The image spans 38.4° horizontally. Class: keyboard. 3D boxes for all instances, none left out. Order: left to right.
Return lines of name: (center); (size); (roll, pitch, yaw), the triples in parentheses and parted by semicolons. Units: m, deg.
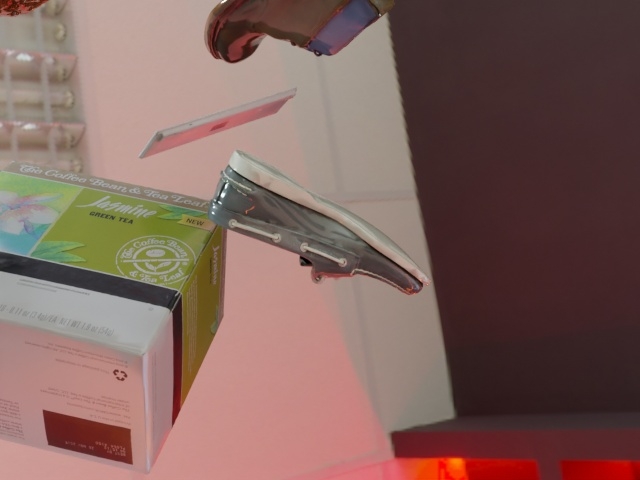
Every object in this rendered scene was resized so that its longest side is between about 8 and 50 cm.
keyboard: (-0.140, -0.167, 1.294); (0.256, 0.072, 0.014); (-25, -93, -39)

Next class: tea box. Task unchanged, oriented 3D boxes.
tea box: (-0.324, 0.088, 1.220); (0.328, 0.220, 0.324); (11, -144, 6)

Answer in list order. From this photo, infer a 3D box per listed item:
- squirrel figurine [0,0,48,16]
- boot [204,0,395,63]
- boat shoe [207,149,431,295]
squirrel figurine: (-0.409, -0.421, 0.899); (0.281, 0.396, 0.371); (-45, -33, -65)
boot: (-0.024, -0.176, 0.750); (0.106, 0.219, 0.082); (48, -117, -2)
boat shoe: (0.000, 0.000, 1.189); (0.319, 0.116, 0.099); (30, -81, -22)
